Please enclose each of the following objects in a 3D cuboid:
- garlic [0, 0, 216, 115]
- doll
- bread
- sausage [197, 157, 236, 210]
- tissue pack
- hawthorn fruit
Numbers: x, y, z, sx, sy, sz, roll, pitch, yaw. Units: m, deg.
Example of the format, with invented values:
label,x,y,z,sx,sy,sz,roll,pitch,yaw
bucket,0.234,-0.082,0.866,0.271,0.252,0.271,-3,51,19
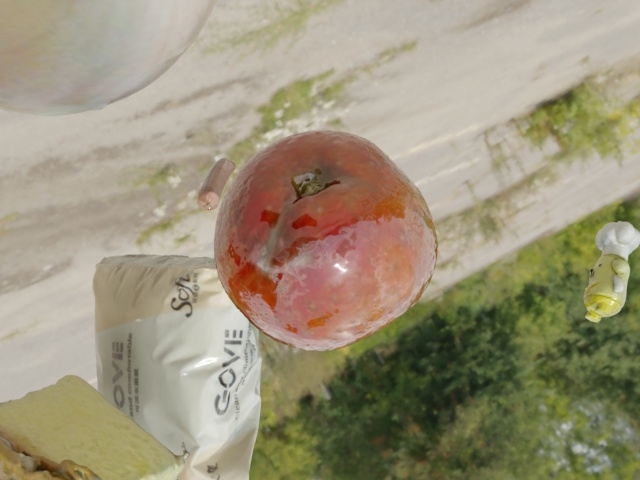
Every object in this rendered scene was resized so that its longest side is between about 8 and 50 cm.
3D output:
label,x,y,z,sx,sy,sz,roll,pitch,yaw
garlic,-0.101,-0.133,0.394,0.266,0.129,0.148,-24,-173,35
doll,0.444,0.044,1.388,0.106,0.062,0.163,110,0,-71
bread,-0.189,0.184,0.633,0.147,0.127,0.152,-12,131,-63
sausage,-0.144,-0.079,1.251,0.030,0.035,0.147,-36,-164,18
tissue pack,-0.223,0.204,1.401,0.195,0.376,0.390,6,173,-39
hawthorn fruit,0.000,0.000,0.670,0.172,0.173,0.173,-27,171,-5
